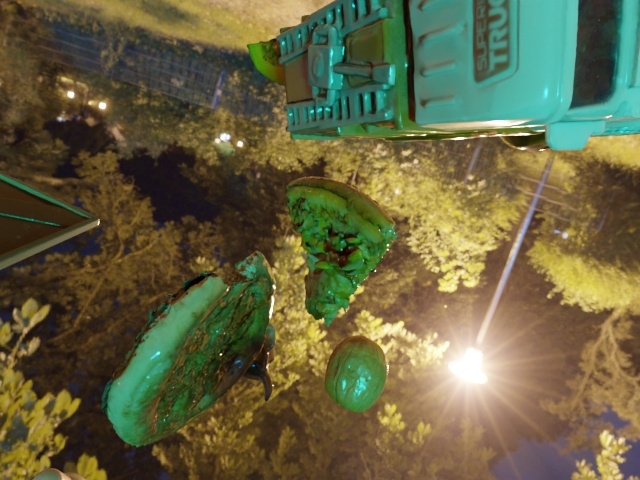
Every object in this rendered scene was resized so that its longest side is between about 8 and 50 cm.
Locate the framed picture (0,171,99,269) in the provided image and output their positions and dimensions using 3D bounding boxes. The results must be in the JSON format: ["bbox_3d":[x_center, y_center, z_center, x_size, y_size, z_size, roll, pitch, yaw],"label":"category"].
[{"bbox_3d":[-0.431,-0.046,0.602,0.250,0.016,0.184,24,-155,7],"label":"framed picture"}]

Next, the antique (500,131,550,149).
[{"bbox_3d":[0.442,-0.302,1.014,0.129,0.223,0.278,2,168,-8],"label":"antique"}]

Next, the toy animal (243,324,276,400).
[{"bbox_3d":[-0.205,0.240,1.081,0.234,0.121,0.168,14,-127,-3],"label":"toy animal"}]

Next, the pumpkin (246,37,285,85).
[{"bbox_3d":[-0.024,-0.428,1.169,0.279,0.111,0.163,5,-152,31],"label":"pumpkin"}]

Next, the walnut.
[{"bbox_3d":[0.097,0.354,1.344,0.165,0.197,0.165,17,172,2],"label":"walnut"}]

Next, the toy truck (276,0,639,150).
[{"bbox_3d":[0.107,-0.170,0.466,0.207,0.173,0.388,-10,-167,-24],"label":"toy truck"}]

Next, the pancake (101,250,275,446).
[{"bbox_3d":[-0.194,0.181,0.837,0.071,0.382,0.382,33,-166,18],"label":"pancake"}]

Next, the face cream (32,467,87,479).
[{"bbox_3d":[-0.449,0.494,0.931,0.082,0.268,0.081,-4,-131,5],"label":"face cream"}]

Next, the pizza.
[{"bbox_3d":[0.000,0.000,0.933,0.074,0.287,0.251,-7,-131,-40],"label":"pizza"}]
